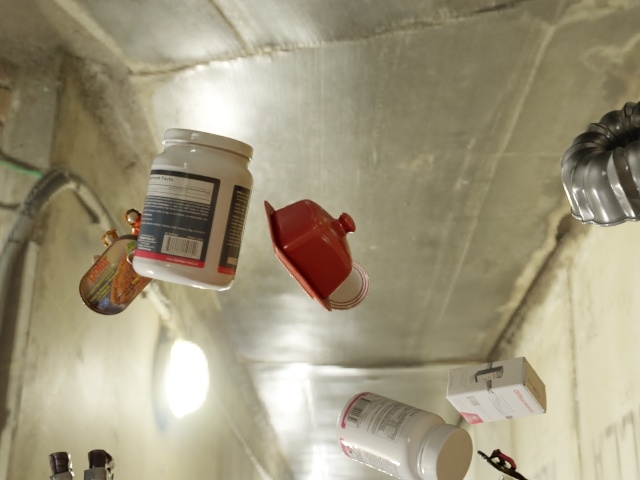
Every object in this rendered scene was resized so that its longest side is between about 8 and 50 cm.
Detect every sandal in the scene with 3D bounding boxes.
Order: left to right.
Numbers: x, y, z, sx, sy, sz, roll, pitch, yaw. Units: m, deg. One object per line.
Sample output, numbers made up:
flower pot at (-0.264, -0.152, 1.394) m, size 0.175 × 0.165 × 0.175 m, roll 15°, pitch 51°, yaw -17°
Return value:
sandal at (0.423, 0.509, 1.984) m, size 0.179 × 0.040 × 0.067 m, roll 32°, pitch -178°, yaw -34°

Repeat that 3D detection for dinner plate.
dinner plate at (0.052, 0.106, 2.124) m, size 0.141 × 0.141 × 0.017 m, roll 1°, pitch -160°, yaw -2°

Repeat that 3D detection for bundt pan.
bundt pan at (0.626, -0.177, 1.724) m, size 0.330 × 0.331 × 0.124 m, roll -18°, pitch 116°, yaw 40°

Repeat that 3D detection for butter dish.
butter dish at (0.000, 0.000, 1.315) m, size 0.118 × 0.160 × 0.160 m, roll -33°, pitch 119°, yaw 9°

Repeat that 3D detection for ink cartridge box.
ink cartridge box at (0.463, 0.395, 2.262) m, size 0.217 × 0.092 × 0.158 m, roll -14°, pitch 135°, yaw 30°

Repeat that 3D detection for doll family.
doll family at (-0.502, 0.015, 2.306) m, size 0.263 × 0.163 × 0.118 m, roll -48°, pitch 174°, yaw 18°

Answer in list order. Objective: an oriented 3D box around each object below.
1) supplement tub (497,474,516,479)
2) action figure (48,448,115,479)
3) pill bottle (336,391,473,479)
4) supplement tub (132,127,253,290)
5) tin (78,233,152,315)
supplement tub at (0.402, 0.753, 2.068) m, size 0.331 × 0.241 × 0.241 m, roll -49°, pitch 145°, yaw 6°
action figure at (-0.379, 0.481, 1.394) m, size 0.185 × 0.285 × 0.099 m, roll -4°, pitch 141°, yaw -10°
pill bottle at (0.187, 0.448, 1.932) m, size 0.283 × 0.160 × 0.160 m, roll 11°, pitch 172°, yaw 44°
supplement tub at (-0.230, -0.054, 1.596) m, size 0.191 × 0.272 × 0.191 m, roll 11°, pitch 176°, yaw 1°
tin at (-0.394, 0.067, 1.693) m, size 0.106 × 0.040 × 0.189 m, roll 39°, pitch 112°, yaw -16°
